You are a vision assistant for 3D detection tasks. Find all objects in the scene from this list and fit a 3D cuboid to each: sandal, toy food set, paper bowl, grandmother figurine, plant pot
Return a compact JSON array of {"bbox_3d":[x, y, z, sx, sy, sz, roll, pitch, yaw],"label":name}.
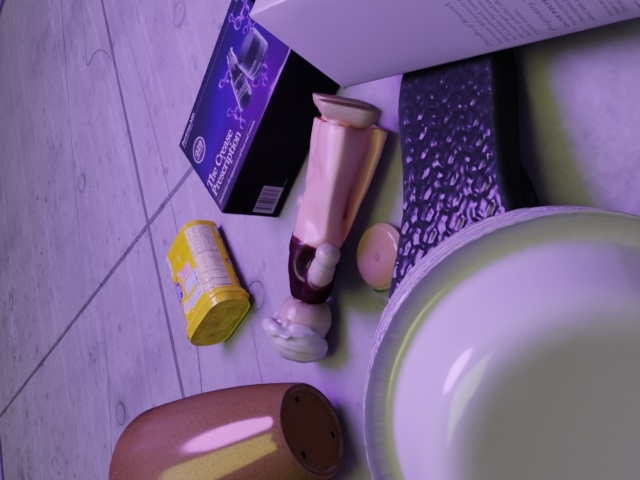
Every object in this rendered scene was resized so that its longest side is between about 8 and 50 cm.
[{"bbox_3d":[0.156,-0.007,0.628,0.167,0.107,0.446,-16,63,51],"label":"sandal"},{"bbox_3d":[0.074,0.021,0.774,0.082,0.020,0.083,42,120,43],"label":"toy food set"},{"bbox_3d":[0.169,0.120,0.435,0.284,0.148,0.284,1,95,8],"label":"paper bowl"},{"bbox_3d":[0.000,0.000,0.807,0.208,0.104,0.342,-81,3,-72],"label":"grandmother figurine"},{"bbox_3d":[-0.102,0.285,0.842,0.254,0.237,0.237,-33,62,30],"label":"plant pot"}]

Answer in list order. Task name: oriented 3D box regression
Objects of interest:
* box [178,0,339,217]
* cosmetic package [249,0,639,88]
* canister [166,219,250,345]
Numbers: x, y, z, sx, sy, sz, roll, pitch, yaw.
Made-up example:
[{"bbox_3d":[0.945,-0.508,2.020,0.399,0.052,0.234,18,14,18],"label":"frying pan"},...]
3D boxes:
[{"bbox_3d":[-0.091,-0.192,0.928,0.184,0.103,0.261,54,128,41],"label":"box"},{"bbox_3d":[0.117,-0.283,0.588,0.365,0.155,0.197,3,70,52],"label":"cosmetic package"},{"bbox_3d":[-0.188,0.066,1.056,0.126,0.073,0.170,-53,49,35],"label":"canister"}]
